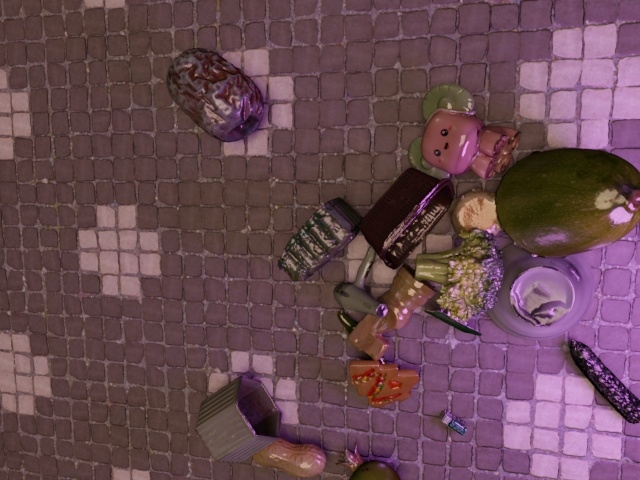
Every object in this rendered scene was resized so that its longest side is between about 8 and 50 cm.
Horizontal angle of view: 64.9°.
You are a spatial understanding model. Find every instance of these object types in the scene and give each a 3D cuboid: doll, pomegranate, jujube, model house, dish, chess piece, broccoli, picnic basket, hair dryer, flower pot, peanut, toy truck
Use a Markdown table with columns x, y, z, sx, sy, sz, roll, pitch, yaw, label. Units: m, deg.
| x | y | z | sx | sy | sz | roll | pitch | yaw | label |
| --- | --- | --- | --- | --- | --- | --- | --- | --- | --- |
| 0.389 | -0.282 | 1.423 | 0.268 | 0.216 | 0.284 | 34 | 124 | 30 | doll |
| 0.151 | 0.766 | 1.613 | 0.181 | 0.181 | 0.224 | -49 | 63 | 14 | pomegranate |
| -0.326 | -0.451 | 1.550 | 0.317 | 0.226 | 0.226 | 44 | 105 | 10 | jujube |
| 0.408 | 0.207 | 1.501 | 0.166 | 0.117 | 0.088 | 28 | 77 | -10 | model house |
| 0.627 | 0.149 | 1.441 | 0.316 | 0.106 | 0.317 | 2 | 98 | 13 | dish |
| 0.209 | 0.222 | 1.530 | 0.137 | 0.137 | 0.301 | 40 | 101 | 6 | chess piece |
| 0.380 | 0.099 | 1.398 | 0.243 | 0.247 | 0.263 | 7 | 76 | 15 | broccoli |
| 0.245 | -0.074 | 1.456 | 0.129 | 0.222 | 0.297 | 42 | 90 | 27 | picnic basket |
| 0.155 | 0.120 | 1.507 | 0.092 | 0.229 | 0.267 | 23 | 105 | -32 | hair dryer |
| -0.268 | 0.591 | 1.657 | 0.189 | 0.209 | 0.239 | -34 | 84 | 15 | flower pot |
| -0.112 | 0.728 | 1.698 | 0.274 | 0.111 | 0.125 | 9 | 134 | 17 | peanut |
| 0.417 | 0.572 | 1.578 | 0.083 | 0.044 | 0.039 | 34 | 100 | 7 | toy truck |

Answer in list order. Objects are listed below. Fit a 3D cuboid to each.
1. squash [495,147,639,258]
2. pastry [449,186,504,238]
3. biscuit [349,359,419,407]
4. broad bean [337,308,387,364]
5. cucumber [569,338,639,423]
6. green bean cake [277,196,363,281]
| x | y | z | sx | sy | sz | roll | pitch | yaw | label |
| --- | --- | --- | --- | --- | --- | --- | --- | --- | --- |
| 0.640 | -0.110 | 1.262 | 0.309 | 0.309 | 0.311 | 0 | 86 | 0 | squash |
| 0.456 | -0.071 | 1.464 | 0.165 | 0.088 | 0.166 | 2 | 99 | 11 | pastry |
| 0.182 | 0.441 | 1.566 | 0.238 | 0.041 | 0.212 | 33 | 123 | -20 | biscuit |
| 0.153 | 0.338 | 1.613 | 0.060 | 0.043 | 0.298 | -37 | 89 | 25 | broad bean |
| 0.816 | 0.399 | 1.447 | 0.072 | 0.072 | 0.300 | -43 | 86 | 15 | cucumber |
| 0.000 | 0.000 | 1.505 | 0.132 | 0.241 | 0.255 | 44 | 104 | 0 | green bean cake |
